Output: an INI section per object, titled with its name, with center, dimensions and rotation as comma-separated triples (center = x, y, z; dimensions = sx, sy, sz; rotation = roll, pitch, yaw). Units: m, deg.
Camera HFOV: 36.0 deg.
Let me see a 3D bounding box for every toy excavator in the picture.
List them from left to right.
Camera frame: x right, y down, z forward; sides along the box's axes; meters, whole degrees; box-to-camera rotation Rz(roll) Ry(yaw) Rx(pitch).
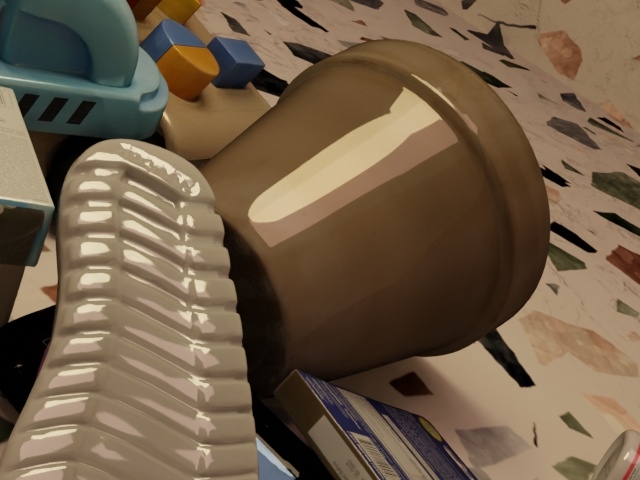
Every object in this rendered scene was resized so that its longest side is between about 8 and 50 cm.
[toy excavator]
center = -0.308, -0.247, 0.878
dimensions = 0.433, 0.445, 0.222
rotation = 3, 34, -39

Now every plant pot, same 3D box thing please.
[plant pot]
center = 0.000, 0.000, 0.918
dimensions = 0.323, 0.323, 0.280
rotation = 40, 46, 26

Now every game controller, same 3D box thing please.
[game controller]
center = -0.114, 0.153, 0.754
dimensions = 0.319, 0.067, 0.166
rotation = 39, 29, 26

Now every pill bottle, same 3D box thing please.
[pill bottle]
center = 0.348, 0.260, 0.952
dimensions = 0.160, 0.087, 0.087
rotation = 31, 27, 9

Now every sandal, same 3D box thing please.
[sandal]
center = -0.131, 0.115, 0.680
dimensions = 0.169, 0.102, 0.416
rotation = 18, 51, -22

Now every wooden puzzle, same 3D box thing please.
[wooden puzzle]
center = -0.189, -0.267, 1.247
dimensions = 0.348, 0.080, 0.322
rotation = 55, 20, 6

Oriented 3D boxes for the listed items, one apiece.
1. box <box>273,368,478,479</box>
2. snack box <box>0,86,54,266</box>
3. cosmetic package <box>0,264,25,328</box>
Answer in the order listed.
[box]
center = 0.066, 0.188, 0.832
dimensions = 0.225, 0.036, 0.136
rotation = 28, 16, -51
[snack box]
center = -0.366, -0.071, 0.688
dimensions = 0.322, 0.060, 0.187
rotation = 8, 31, -32
[cosmetic package]
center = -0.392, 0.013, 0.708
dimensions = 0.309, 0.113, 0.160
rotation = -9, 42, -48
